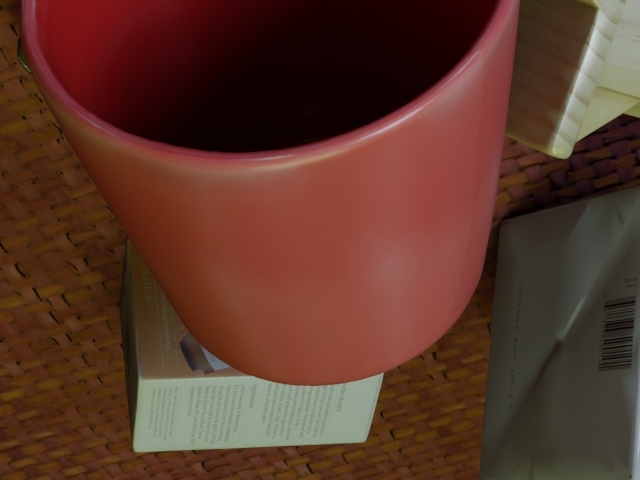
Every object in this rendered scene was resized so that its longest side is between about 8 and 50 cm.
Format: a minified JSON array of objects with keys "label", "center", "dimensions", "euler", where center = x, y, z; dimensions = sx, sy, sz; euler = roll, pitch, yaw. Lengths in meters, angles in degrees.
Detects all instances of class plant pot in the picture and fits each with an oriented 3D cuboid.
[{"label":"plant pot","center":[-0.013,-0.064,1.092],"dimensions":[0.275,0.275,0.243],"euler":[-10,139,1]}]

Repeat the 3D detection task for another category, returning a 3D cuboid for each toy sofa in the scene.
[{"label":"toy sofa","center":[0.273,-0.112,1.206],"dimensions":[0.362,0.150,0.177],"euler":[13,101,-26]}]

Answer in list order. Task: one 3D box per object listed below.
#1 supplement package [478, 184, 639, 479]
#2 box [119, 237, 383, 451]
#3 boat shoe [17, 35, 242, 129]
[{"label":"supplement package","center":[0.279,0.090,1.367],"dimensions":[0.263,0.199,0.198],"euler":[11,168,-24]},{"label":"box","center":[-0.052,0.070,1.379],"dimensions":[0.170,0.130,0.091],"euler":[-2,140,-11]},{"label":"boat shoe","center":[-0.118,-0.087,1.219],"dimensions":[0.183,0.066,0.066],"euler":[21,134,-33]}]
